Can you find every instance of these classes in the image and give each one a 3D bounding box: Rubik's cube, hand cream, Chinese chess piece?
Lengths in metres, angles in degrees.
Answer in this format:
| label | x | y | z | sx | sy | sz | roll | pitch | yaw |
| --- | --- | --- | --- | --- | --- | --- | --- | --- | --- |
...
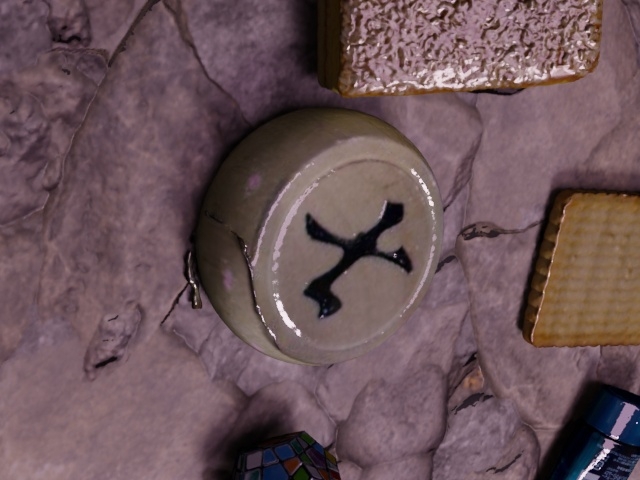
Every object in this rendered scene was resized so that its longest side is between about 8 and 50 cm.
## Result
| label | x | y | z | sx | sy | sz | roll | pitch | yaw |
| --- | --- | --- | --- | --- | --- | --- | --- | --- | --- |
| Rubik's cube | -0.033 | 0.226 | 1.483 | 0.093 | 0.111 | 0.111 | 11 | 103 | -12 |
| hand cream | 0.279 | 0.289 | 1.785 | 0.120 | 0.061 | 0.270 | 19 | 101 | -40 |
| Chinese chess piece | 0.000 | 0.000 | 1.416 | 0.237 | 0.092 | 0.238 | -16 | 118 | -32 |

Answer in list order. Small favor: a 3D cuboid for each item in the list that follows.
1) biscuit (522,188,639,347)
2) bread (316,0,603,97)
| label | x | y | z | sx | sy | sz | roll | pitch | yaw |
| --- | --- | --- | --- | --- | --- | --- | --- | --- | --- |
| biscuit | 0.320 | 0.029 | 1.723 | 0.254 | 0.029 | 0.172 | 2 | 106 | -39 |
| bread | 0.116 | -0.217 | 1.368 | 0.234 | 0.110 | 0.184 | -4 | 109 | -10 |
